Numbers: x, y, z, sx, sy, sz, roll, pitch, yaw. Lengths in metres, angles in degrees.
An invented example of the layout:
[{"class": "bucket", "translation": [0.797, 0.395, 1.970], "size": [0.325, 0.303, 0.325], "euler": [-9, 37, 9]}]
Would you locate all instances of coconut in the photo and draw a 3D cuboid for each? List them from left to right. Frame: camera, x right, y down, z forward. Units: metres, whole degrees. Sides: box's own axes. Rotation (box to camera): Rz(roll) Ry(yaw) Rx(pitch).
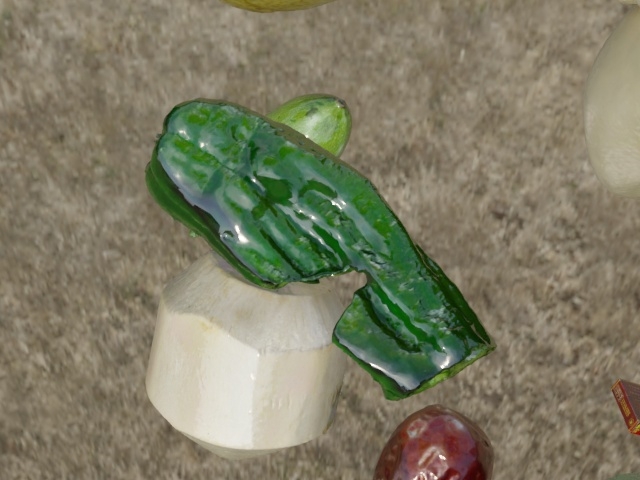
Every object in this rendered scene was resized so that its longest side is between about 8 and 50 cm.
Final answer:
[{"class": "coconut", "translation": [-0.079, 0.132, 1.395], "size": [0.241, 0.241, 0.241], "euler": [1, 57, -1]}]

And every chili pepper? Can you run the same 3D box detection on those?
[{"class": "chili pepper", "translation": [-0.001, 0.001, 0.805], "size": [0.253, 0.083, 0.099], "euler": [39, 73, 13]}]

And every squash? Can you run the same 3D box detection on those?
[{"class": "squash", "translation": [-0.077, -0.070, 1.531], "size": [0.107, 0.395, 0.107], "euler": [9, 69, -25]}]

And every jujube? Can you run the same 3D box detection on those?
[{"class": "jujube", "translation": [0.142, 0.347, 1.808], "size": [0.168, 0.168, 0.236], "euler": [40, 100, 21]}]

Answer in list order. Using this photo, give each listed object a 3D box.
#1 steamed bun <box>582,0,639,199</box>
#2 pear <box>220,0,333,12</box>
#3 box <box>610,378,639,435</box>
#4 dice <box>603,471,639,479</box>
[{"class": "steamed bun", "translation": [0.404, -0.184, 1.030], "size": [0.255, 0.342, 0.368], "euler": [31, 65, 33]}, {"class": "pear", "translation": [-0.013, -0.191, 0.609], "size": [0.167, 0.136, 0.167], "euler": [-7, 71, 21]}, {"class": "box", "translation": [0.423, 0.224, 1.690], "size": [0.051, 0.023, 0.082], "euler": [17, 35, -22]}, {"class": "dice", "translation": [0.444, 0.527, 1.724], "size": [0.318, 0.330, 0.322], "euler": [-46, 43, 21]}]
